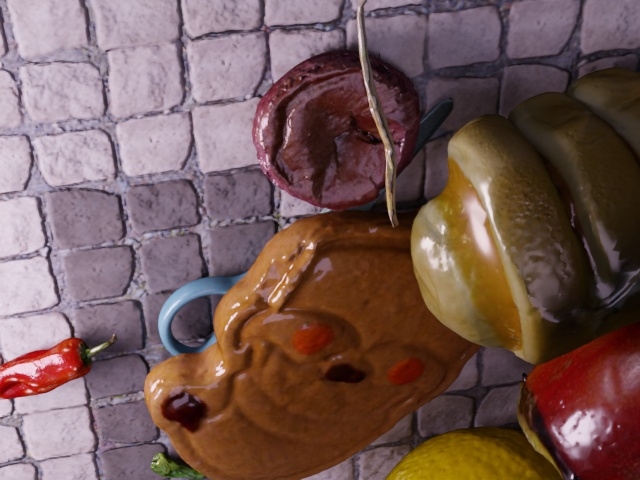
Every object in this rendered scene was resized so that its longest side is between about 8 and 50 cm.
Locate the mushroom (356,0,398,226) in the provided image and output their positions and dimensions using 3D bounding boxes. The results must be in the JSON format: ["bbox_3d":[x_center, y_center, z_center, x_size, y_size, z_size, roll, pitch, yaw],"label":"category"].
[{"bbox_3d":[0.060,-0.138,1.334,0.026,0.028,0.286,-38,133,-43],"label":"mushroom"}]

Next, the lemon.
[{"bbox_3d":[0.224,0.397,1.680,0.336,0.336,0.336,-7,131,-8],"label":"lemon"}]

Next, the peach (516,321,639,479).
[{"bbox_3d":[0.448,0.225,1.600,0.416,0.339,0.353,-8,114,-6],"label":"peach"}]

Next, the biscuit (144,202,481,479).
[{"bbox_3d":[0.019,0.132,1.553,0.349,0.078,0.455,24,116,-42],"label":"biscuit"}]

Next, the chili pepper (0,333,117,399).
[{"bbox_3d":[-0.321,0.151,1.525,0.191,0.050,0.059,-23,148,16],"label":"chili pepper"}]

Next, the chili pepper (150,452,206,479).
[{"bbox_3d":[-0.181,0.297,1.698,0.091,0.030,0.034,17,99,-28],"label":"chili pepper"}]

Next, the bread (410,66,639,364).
[{"bbox_3d":[0.268,-0.007,1.397,0.341,0.210,0.300,-16,126,-19],"label":"bread"}]

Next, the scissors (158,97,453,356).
[{"bbox_3d":[0.000,0.000,1.491,0.192,0.029,0.447,28,116,-33],"label":"scissors"}]

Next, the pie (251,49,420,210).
[{"bbox_3d":[0.019,-0.115,1.377,0.182,0.049,0.182,-6,120,-10],"label":"pie"}]
